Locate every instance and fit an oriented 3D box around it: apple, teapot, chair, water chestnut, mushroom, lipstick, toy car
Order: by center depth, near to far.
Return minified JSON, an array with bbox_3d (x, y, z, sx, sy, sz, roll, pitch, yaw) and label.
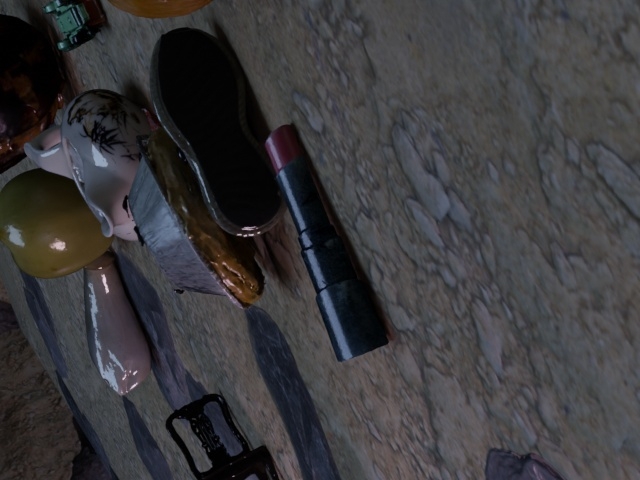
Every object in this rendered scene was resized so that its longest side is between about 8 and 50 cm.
[{"bbox_3d":[0.000,0.000,1.366,0.234,0.053,0.053,69,162,-2],"label":"lipstick"},{"bbox_3d":[-0.291,-0.099,1.894,0.299,0.166,0.208,24,149,50],"label":"teapot"},{"bbox_3d":[-0.330,-0.297,1.894,0.073,0.054,0.143,66,164,-9],"label":"toy car"},{"bbox_3d":[-0.142,0.325,2.090,0.229,0.106,0.113,58,162,17],"label":"chair"},{"bbox_3d":[-0.549,-0.213,2.222,0.300,0.300,0.300,54,159,32],"label":"water chestnut"},{"bbox_3d":[-0.443,-0.029,2.339,0.200,0.200,0.200,54,159,32],"label":"apple"},{"bbox_3d":[-0.381,0.138,2.535,0.118,0.103,0.270,7,115,70],"label":"mushroom"}]

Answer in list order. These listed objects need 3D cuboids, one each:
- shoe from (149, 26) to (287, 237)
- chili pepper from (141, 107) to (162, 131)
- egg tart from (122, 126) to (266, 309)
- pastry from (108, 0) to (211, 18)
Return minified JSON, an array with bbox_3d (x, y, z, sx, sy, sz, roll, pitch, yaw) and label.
[{"bbox_3d":[-0.113,-0.109,1.472,0.227,0.099,0.112,65,169,-2],"label":"shoe"},{"bbox_3d":[-0.172,-0.100,1.734,0.027,0.045,0.178,-47,61,28],"label":"chili pepper"},{"bbox_3d":[-0.149,-0.017,1.584,0.234,0.094,0.234,58,-175,-8],"label":"egg tart"},{"bbox_3d":[-0.186,-0.356,1.237,0.356,0.164,0.356,51,158,30],"label":"pastry"}]
